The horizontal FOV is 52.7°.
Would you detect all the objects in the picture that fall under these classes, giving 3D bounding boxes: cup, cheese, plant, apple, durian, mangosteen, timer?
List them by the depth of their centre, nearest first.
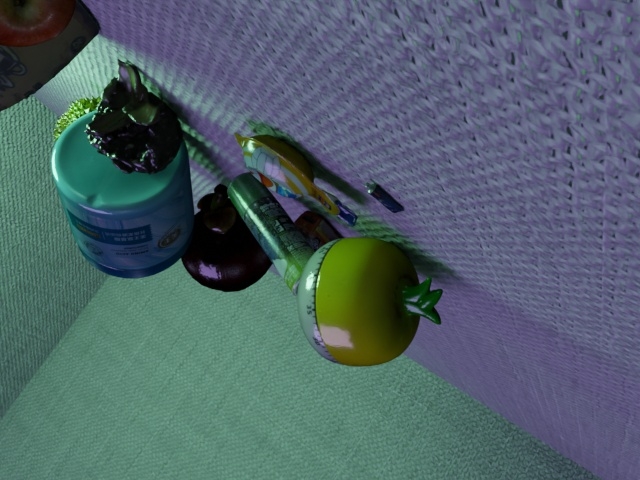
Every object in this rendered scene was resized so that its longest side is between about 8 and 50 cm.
[{"bbox_3d":[-0.482,-0.395,1.006,0.199,0.199,0.199,34,171,6],"label":"apple"},{"bbox_3d":[-0.045,-0.113,1.168,0.270,0.069,0.177,34,170,5],"label":"cheese"},{"bbox_3d":[-0.612,-0.395,1.196,0.301,0.257,0.227,34,168,16],"label":"cup"},{"bbox_3d":[0.119,0.120,1.272,0.285,0.285,0.285,34,171,6],"label":"timer"},{"bbox_3d":[-0.407,-0.246,1.429,0.178,0.204,0.234,24,173,1],"label":"plant"},{"bbox_3d":[-0.624,-0.305,1.851,0.236,0.200,0.176,27,151,-36],"label":"durian"},{"bbox_3d":[-0.280,0.010,1.936,0.297,0.297,0.293,32,168,15],"label":"mangosteen"}]

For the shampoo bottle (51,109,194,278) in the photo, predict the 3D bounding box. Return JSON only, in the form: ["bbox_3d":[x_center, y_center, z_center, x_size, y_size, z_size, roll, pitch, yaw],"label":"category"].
[{"bbox_3d":[-0.499,-0.123,1.684,0.331,0.331,0.343,33,150,11],"label":"shampoo bottle"}]

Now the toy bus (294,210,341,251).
[{"bbox_3d":[0.000,0.000,1.545,0.079,0.077,0.174,28,168,38],"label":"toy bus"}]

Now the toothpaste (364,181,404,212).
[{"bbox_3d":[0.102,-0.068,1.045,0.083,0.019,0.027,36,154,-28],"label":"toothpaste"}]

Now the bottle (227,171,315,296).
[{"bbox_3d":[-0.102,-0.021,1.456,0.330,0.093,0.093,53,-178,32],"label":"bottle"}]
